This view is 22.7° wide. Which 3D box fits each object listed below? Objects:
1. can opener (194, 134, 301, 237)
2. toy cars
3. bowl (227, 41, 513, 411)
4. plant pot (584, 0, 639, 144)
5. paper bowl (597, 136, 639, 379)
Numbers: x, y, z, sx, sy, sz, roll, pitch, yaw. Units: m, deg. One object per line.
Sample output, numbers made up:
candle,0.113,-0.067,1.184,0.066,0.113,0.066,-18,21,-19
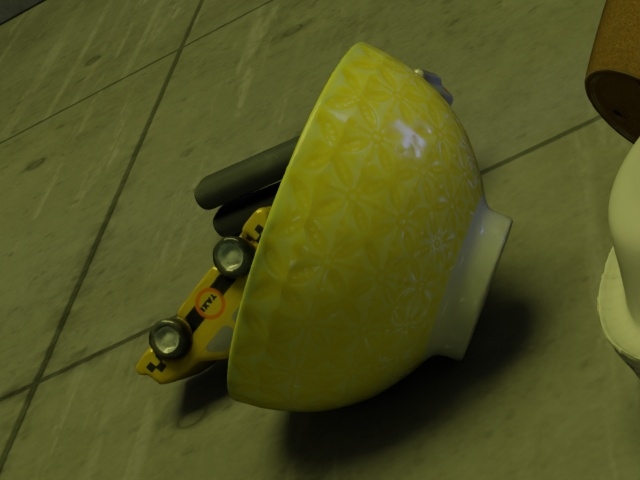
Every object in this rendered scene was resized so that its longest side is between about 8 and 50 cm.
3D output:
can opener,-0.008,-0.066,1.614,0.283,0.076,0.095,-22,23,27
toy cars,0.000,0.000,1.429,0.394,0.087,0.176,-43,-13,-27
bowl,0.054,0.011,1.206,0.156,0.289,0.289,20,39,8
plant pot,0.330,-0.192,1.272,0.254,0.237,0.237,-53,27,-15
paper bowl,0.288,-0.021,0.952,0.284,0.148,0.284,-37,19,15
